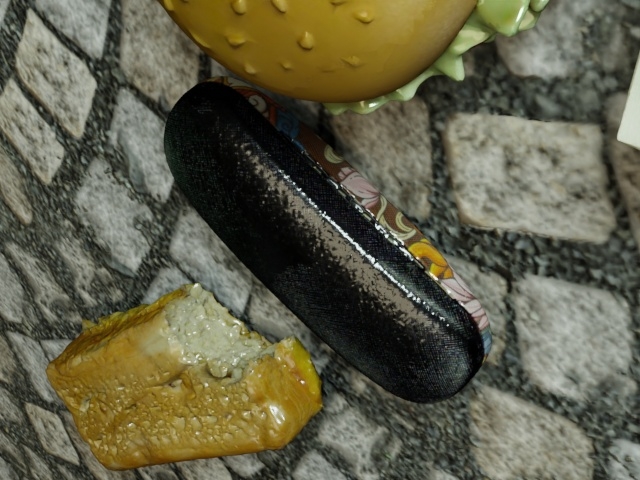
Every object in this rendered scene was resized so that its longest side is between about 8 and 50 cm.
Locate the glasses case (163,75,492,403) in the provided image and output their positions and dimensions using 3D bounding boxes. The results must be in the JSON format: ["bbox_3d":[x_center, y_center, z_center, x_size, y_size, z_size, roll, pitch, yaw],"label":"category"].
[{"bbox_3d":[0.000,0.000,0.758,0.321,0.082,0.122,44,142,6],"label":"glasses case"}]

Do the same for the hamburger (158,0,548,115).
[{"bbox_3d":[0.009,-0.202,0.484,0.275,0.212,0.274,26,136,28],"label":"hamburger"}]

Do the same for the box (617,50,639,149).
[{"bbox_3d":[0.203,-0.167,0.362,0.069,0.164,0.256,26,135,25],"label":"box"}]

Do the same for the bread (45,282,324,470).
[{"bbox_3d":[-0.154,0.143,1.007,0.380,0.109,0.185,-21,97,48],"label":"bread"}]
